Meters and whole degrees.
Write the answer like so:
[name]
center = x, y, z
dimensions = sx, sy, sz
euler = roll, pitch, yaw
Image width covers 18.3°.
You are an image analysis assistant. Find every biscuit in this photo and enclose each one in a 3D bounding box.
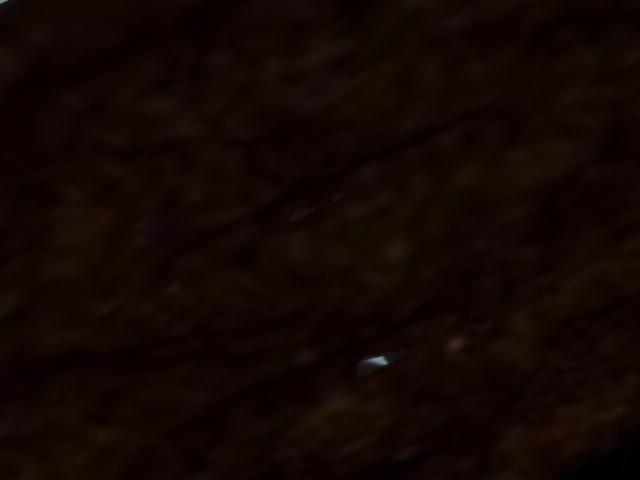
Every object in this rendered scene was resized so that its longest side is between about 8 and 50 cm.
[biscuit]
center = 0.000, 0.000, 0.631
dimensions = 0.407, 0.091, 0.407
euler = -15, 144, -12
